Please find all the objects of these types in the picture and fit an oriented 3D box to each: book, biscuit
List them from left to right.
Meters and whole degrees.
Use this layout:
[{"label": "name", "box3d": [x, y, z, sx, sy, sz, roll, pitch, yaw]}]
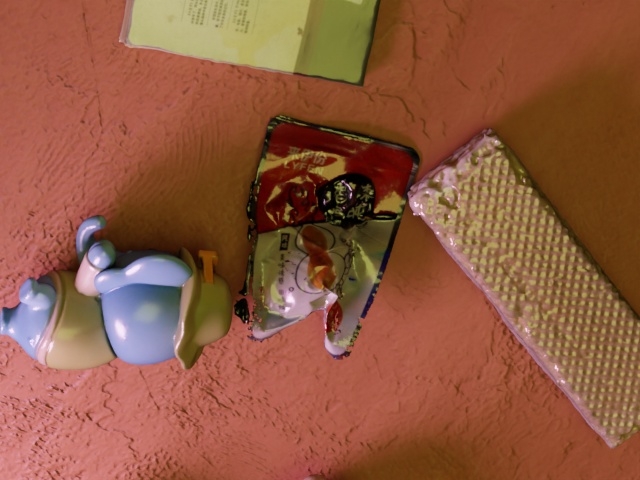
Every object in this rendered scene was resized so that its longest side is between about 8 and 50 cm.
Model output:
[{"label": "book", "box3d": [-0.071, -0.295, 1.871, 0.289, 0.026, 0.201, 10, 102, -11]}, {"label": "biscuit", "box3d": [0.277, 0.062, 1.983, 0.144, 0.078, 0.426, -38, 106, 2]}]

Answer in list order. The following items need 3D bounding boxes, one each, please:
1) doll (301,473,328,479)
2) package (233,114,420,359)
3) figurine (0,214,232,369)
[{"label": "doll", "box3d": [-0.038, 0.417, 2.009, 0.154, 0.119, 0.278, 24, 106, -27]}, {"label": "package", "box3d": [0.000, 0.000, 1.938, 0.194, 0.071, 0.269, 13, 83, -22]}, {"label": "figurine", "box3d": [-0.231, 0.071, 1.875, 0.262, 0.154, 0.180, 6, 114, -14]}]
